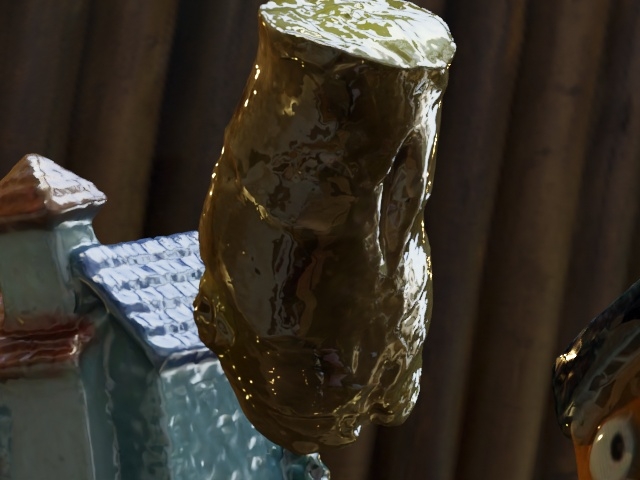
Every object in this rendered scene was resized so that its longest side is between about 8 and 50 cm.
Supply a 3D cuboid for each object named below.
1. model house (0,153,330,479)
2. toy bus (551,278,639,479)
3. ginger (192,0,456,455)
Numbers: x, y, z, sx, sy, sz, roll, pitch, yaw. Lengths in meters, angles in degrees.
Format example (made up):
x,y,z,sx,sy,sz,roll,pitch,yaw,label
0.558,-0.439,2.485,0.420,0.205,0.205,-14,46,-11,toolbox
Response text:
x,y,z,sx,sy,sz,roll,pitch,yaw,label
-0.185,0.099,1.071,0.252,0.295,0.329,-19,-82,-58,model house
0.237,0.104,0.383,0.323,0.162,0.194,18,-130,-26,toy bus
0.000,0.000,0.695,0.109,0.116,0.263,-52,-25,-47,ginger
